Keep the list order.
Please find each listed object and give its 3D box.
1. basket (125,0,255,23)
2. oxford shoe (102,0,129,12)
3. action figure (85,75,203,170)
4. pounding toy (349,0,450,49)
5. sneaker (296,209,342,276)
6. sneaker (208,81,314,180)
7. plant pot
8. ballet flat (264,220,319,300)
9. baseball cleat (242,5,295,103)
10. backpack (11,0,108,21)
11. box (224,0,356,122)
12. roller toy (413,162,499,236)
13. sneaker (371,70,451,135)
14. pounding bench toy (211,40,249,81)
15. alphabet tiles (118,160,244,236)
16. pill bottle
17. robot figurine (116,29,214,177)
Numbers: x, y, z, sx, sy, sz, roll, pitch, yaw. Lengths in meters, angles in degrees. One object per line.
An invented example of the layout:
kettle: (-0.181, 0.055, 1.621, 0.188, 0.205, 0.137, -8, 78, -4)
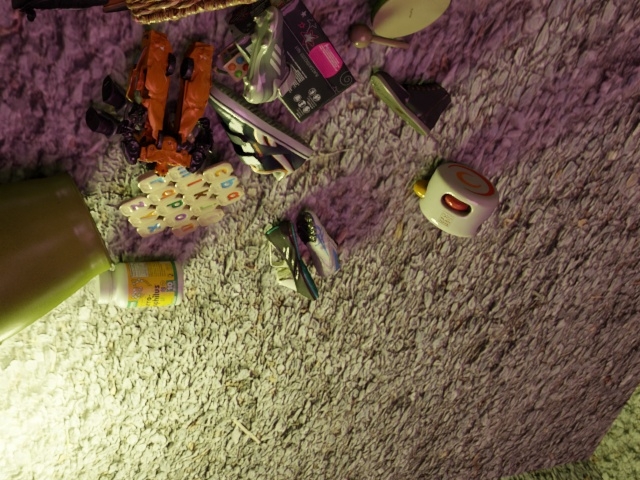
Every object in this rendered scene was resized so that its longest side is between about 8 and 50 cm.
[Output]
basket: (-0.224, -0.550, 1.299, 0.299, 0.213, 0.223, -10, 130, 13)
oxford shoe: (-0.338, -0.508, 1.423, 0.212, 0.076, 0.076, -25, 105, 1)
action figure: (-0.371, -0.242, 1.614, 0.285, 0.099, 0.185, 29, 106, -43)
pounding toy: (0.171, -0.533, 1.610, 0.183, 0.110, 0.237, -10, 163, -31)
sneaker: (0.000, 0.000, 2.009, 0.086, 0.085, 0.237, -42, 135, -23)
sneaker: (-0.158, -0.238, 1.686, 0.127, 0.126, 0.321, -48, 133, 12)
plant pot: (-0.660, 0.025, 1.569, 0.353, 0.366, 0.366, -25, 136, -17)
ballet flat: (-0.086, 0.064, 2.018, 0.096, 0.095, 0.280, -17, 124, 4)
baseball cleat: (-0.093, -0.371, 1.456, 0.109, 0.072, 0.206, -6, 136, -34)
backpack: (-0.475, -0.493, 1.328, 0.182, 0.115, 0.152, -7, 143, -20)
box: (-0.066, -0.410, 1.565, 0.163, 0.142, 0.247, -35, 132, 9)
roller toy: (0.375, -0.107, 1.993, 0.209, 0.191, 0.146, 7, 127, -29)
sneaker: (0.223, -0.370, 1.789, 0.222, 0.083, 0.118, 38, 89, -35)
pounding bench toy: (-0.195, -0.380, 1.586, 0.083, 0.065, 0.052, -37, 134, 11)
alphabet tiles: (-0.329, -0.101, 1.746, 0.278, 0.021, 0.284, -23, 152, -2)
pill bottle: (-0.465, 0.113, 1.864, 0.208, 0.117, 0.117, -1, 129, -23)
robot figurine: (-0.317, -0.278, 1.520, 0.211, 0.085, 0.291, 7, 98, -34)
